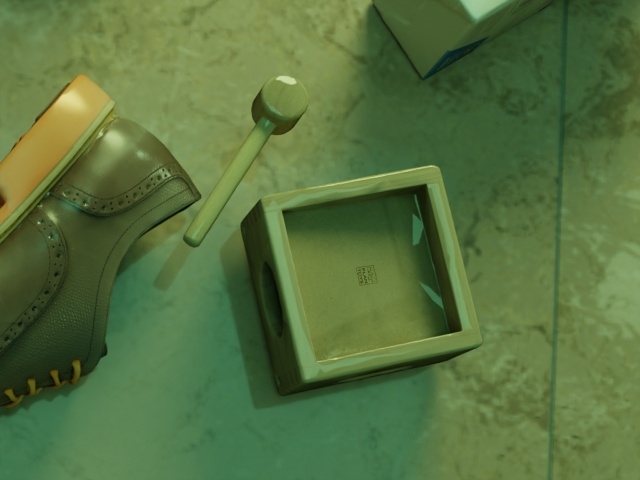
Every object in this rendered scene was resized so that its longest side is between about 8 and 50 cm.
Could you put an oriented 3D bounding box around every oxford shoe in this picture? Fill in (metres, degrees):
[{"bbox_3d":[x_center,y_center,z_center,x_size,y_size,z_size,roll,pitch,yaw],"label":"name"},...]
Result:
[{"bbox_3d":[-0.211,0.067,1.065,0.133,0.130,0.363,38,74,-10],"label":"oxford shoe"}]

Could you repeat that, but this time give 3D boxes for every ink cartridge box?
[{"bbox_3d":[0.162,-0.219,1.197,0.231,0.134,0.078,-32,86,-17],"label":"ink cartridge box"}]

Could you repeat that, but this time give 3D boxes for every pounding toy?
[{"bbox_3d":[-0.010,-0.004,1.136,0.181,0.094,0.206,-11,81,-15],"label":"pounding toy"}]
